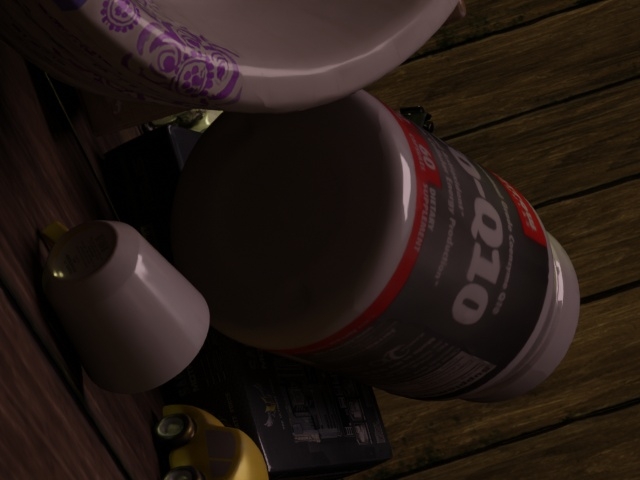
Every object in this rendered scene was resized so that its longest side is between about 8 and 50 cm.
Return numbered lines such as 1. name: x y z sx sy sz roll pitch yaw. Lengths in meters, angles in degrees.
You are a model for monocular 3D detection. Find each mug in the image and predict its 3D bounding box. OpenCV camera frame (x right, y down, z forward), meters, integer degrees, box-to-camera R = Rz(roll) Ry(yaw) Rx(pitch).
1. mug: -0.096 0.024 0.681 0.064 0.078 0.062 60 42 -45

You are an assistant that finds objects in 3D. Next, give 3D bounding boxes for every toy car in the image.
1. toy car: -0.042 0.173 0.762 0.225 0.053 0.239 72 1 -71

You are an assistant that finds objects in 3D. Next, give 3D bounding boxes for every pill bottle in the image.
1. pill bottle: 0.049 0.013 0.982 0.283 0.161 0.161 24 43 -55

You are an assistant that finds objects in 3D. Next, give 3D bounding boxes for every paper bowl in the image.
1. paper bowl: -0.059 -0.200 0.679 0.148 0.284 0.284 10 -57 52

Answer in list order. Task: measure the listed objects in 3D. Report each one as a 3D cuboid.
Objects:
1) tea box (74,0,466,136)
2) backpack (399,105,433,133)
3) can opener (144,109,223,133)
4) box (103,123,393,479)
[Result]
1. tea box: -0.078 -0.261 0.945 0.329 0.220 0.323 -105 177 -78
2. backpack: 0.000 0.000 1.620 0.263 0.276 0.213 -101 -173 -59
3. can opener: -0.097 -0.048 1.258 0.280 0.074 0.093 -106 179 -66
4. box: -0.045 0.048 1.032 0.183 0.059 0.233 9 60 -63
